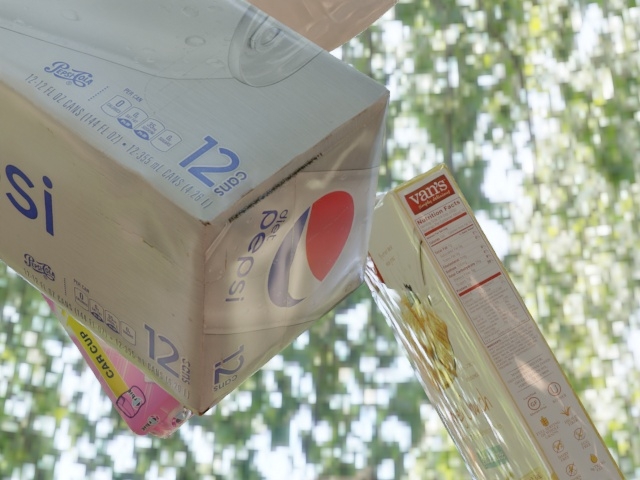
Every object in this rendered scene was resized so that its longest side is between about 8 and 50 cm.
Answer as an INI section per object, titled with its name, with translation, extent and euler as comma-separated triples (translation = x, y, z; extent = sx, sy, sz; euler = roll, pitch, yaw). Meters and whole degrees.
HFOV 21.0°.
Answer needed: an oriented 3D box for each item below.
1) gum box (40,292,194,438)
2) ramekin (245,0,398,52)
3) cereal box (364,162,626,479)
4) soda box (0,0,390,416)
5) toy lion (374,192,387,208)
[gum box]
translation = -0.142, 0.060, 1.394
extent = 0.107, 0.188, 0.062
euler = -43, -25, 11
[ramekin]
translation = -0.049, -0.266, 1.315
extent = 0.277, 0.277, 0.135
euler = -18, -45, 20
[cereal box]
translation = 0.102, 0.080, 1.125
extent = 0.047, 0.240, 0.173
euler = -28, -7, -13
[soda box]
translation = -0.113, -0.067, 0.630
extent = 0.286, 0.091, 0.098
euler = 34, -38, 26
[toy lion]
translation = 0.000, 0.000, 1.278
extent = 0.100, 0.096, 0.034
euler = 8, -50, 32
